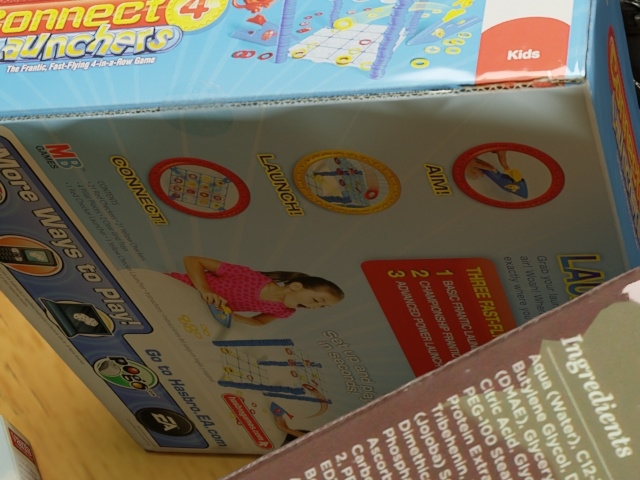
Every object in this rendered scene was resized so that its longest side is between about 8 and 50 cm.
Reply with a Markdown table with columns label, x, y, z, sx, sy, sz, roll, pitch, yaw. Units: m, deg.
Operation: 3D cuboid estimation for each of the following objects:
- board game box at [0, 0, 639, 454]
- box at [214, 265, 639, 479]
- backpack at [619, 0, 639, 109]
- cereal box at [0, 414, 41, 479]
| label | x | y | z | sx | sy | sz | roll | pitch | yaw |
| --- | --- | --- | --- | --- | --- | --- | --- | --- | --- |
| board game box | 0.000 | 0.000 | 0.644 | 0.302 | 0.308 | 0.086 | -1 | 55 | 19 |
| box | 0.045 | 0.157 | 0.555 | 0.381 | 0.191 | 0.143 | -30 | 61 | 12 |
| backpack | 0.184 | -0.141 | 0.799 | 0.084 | 0.105 | 0.114 | -35 | 45 | -14 |
| cereal box | -0.210 | 0.231 | 0.731 | 0.173 | 0.047 | 0.240 | -27 | 52 | 1 |
